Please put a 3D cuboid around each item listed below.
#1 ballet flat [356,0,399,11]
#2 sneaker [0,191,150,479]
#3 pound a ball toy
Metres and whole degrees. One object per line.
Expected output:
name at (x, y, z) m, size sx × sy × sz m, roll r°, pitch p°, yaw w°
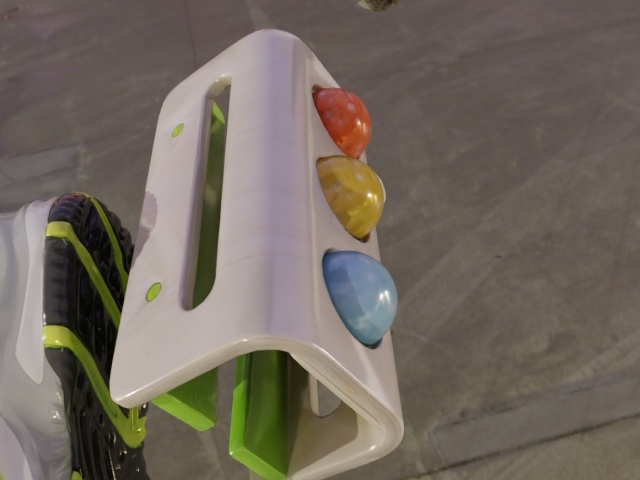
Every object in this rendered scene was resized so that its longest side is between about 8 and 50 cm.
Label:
ballet flat at (0.104, -0.314, 0.661) m, size 0.058 × 0.250 × 0.084 m, roll 22°, pitch 22°, yaw -20°
sneaker at (-0.183, 0.166, 0.452) m, size 0.147 × 0.145 × 0.385 m, roll -10°, pitch 67°, yaw 13°
pound a ball toy at (0.000, 0.000, 0.510) m, size 0.135 × 0.208 × 0.319 m, roll -28°, pitch 39°, yaw 22°
